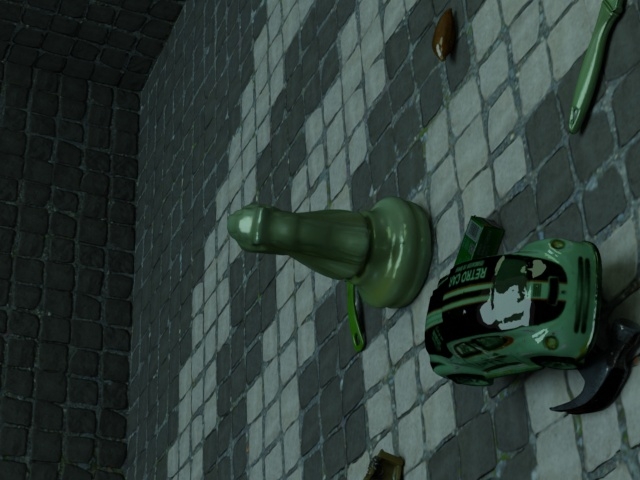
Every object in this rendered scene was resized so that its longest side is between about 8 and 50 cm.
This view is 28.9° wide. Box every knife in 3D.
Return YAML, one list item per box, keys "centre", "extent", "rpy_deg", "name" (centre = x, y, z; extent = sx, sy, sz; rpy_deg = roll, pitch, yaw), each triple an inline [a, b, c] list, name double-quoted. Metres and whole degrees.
- centre: [0.055, 0.103, 2.000]
  extent: [0.078, 0.023, 0.166]
  rpy_deg: [125, 150, -55]
  name: "knife"
- centre: [0.342, -0.268, 1.472]
  extent: [0.043, 0.020, 0.293]
  rpy_deg: [-152, 76, -70]
  name: "knife"

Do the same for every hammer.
- centre: [0.270, 0.096, 1.443]
  extent: [0.290, 0.037, 0.137]
  rpy_deg: [-123, 50, -60]
  name: "hammer"

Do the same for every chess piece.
- centre: [0.000, 0.000, 1.814]
  extent: [0.176, 0.298, 0.175]
  rpy_deg: [-39, 46, 56]
  name: "chess piece"

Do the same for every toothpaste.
- centre: [0.194, 0.056, 1.652]
  extent: [0.043, 0.037, 0.178]
  rpy_deg: [45, 121, 61]
  name: "toothpaste"

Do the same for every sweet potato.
- centre: [0.186, -0.307, 1.863]
  extent: [0.034, 0.034, 0.095]
  rpy_deg: [-37, 36, 60]
  name: "sweet potato"

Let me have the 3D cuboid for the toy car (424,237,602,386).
- centre: [0.197, 0.081, 1.412]
  extent: [0.306, 0.125, 0.136]
  rpy_deg: [-22, 57, 60]
  name: "toy car"

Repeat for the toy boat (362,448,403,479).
- centre: [0.070, 0.384, 1.714]
  extent: [0.077, 0.057, 0.200]
  rpy_deg: [115, 177, -59]
  name: "toy boat"
